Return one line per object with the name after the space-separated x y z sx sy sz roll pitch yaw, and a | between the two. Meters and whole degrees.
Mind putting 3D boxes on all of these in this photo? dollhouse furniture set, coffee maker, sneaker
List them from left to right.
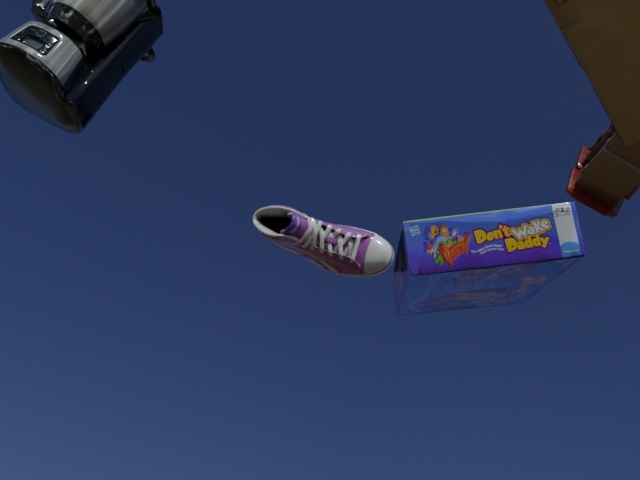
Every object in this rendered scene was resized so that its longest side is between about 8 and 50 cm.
-0.268 -0.215 0.765 0.120 0.178 0.171 17 -27 28 | coffee maker
-0.001 0.001 1.274 0.282 0.102 0.161 13 -8 13 | sneaker
0.675 -0.101 1.216 0.374 0.152 0.201 31 -35 5 | dollhouse furniture set

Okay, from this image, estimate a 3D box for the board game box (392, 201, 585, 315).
0.239 0.043 1.035 0.233 0.078 0.347 -6 -16 2 | board game box

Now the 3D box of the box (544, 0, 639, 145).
0.315 -0.198 0.552 0.201 0.021 0.165 -29 -96 25 | box
